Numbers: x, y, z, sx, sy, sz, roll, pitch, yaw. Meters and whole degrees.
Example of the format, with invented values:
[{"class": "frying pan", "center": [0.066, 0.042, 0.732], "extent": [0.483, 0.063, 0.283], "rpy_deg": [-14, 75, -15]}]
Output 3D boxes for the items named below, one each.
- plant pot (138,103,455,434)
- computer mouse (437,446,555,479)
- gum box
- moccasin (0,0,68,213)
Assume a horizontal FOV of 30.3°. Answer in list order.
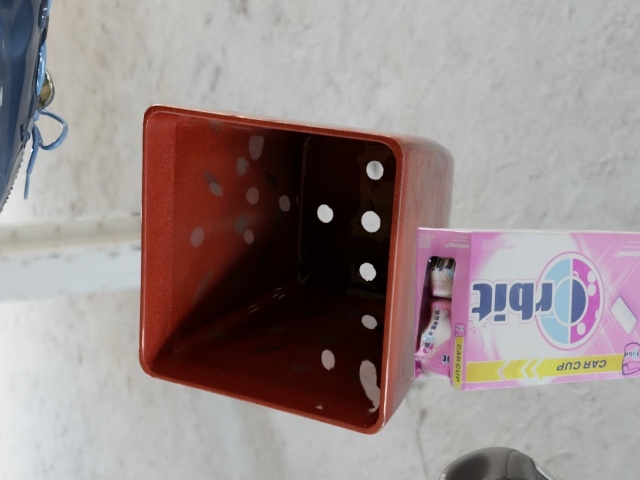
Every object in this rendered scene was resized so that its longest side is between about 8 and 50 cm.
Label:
[{"class": "plant pot", "center": [0.000, 0.000, 1.162], "extent": [0.267, 0.235, 0.268], "rpy_deg": [11, 107, 26]}, {"class": "computer mouse", "center": [0.135, 0.245, 1.075], "extent": [0.184, 0.262, 0.060], "rpy_deg": [-24, 59, 21]}, {"class": "gum box", "center": [0.150, 0.046, 0.846], "extent": [0.062, 0.188, 0.107], "rpy_deg": [4, 93, 56]}, {"class": "moccasin", "center": [-0.283, -0.132, 1.056], "extent": [0.137, 0.117, 0.342], "rpy_deg": [41, 136, 8]}]
